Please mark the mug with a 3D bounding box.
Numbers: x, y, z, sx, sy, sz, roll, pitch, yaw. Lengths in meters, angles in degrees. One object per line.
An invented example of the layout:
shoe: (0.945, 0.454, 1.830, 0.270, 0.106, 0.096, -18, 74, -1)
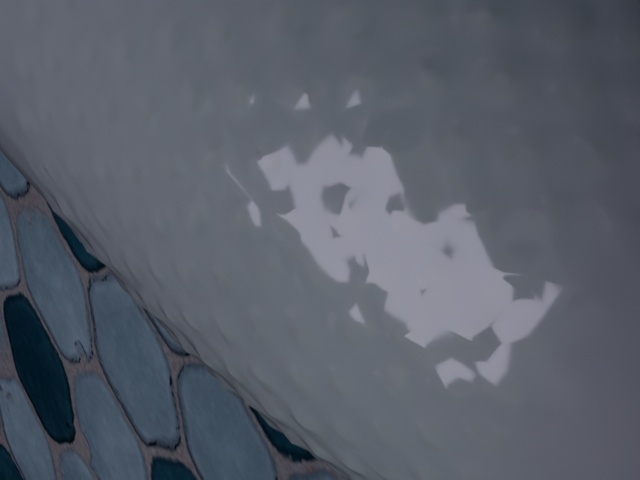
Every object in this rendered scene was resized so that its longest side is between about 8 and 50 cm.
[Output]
mug: (0.073, -0.012, 0.614, 0.328, 0.276, 0.374, 43, 164, 33)
